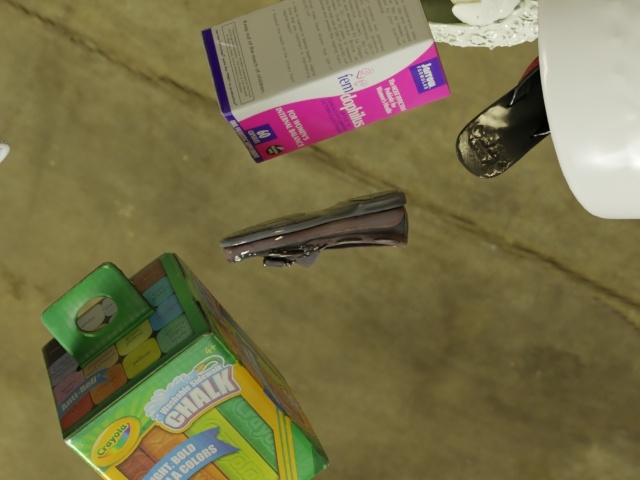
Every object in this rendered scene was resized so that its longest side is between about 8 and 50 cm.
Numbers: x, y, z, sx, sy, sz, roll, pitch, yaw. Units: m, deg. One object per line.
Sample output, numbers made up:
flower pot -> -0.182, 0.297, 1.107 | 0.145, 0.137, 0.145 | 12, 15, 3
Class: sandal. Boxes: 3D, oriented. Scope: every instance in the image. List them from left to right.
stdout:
sandal -> 0.185, -0.118, 0.972 | 0.067, 0.179, 0.040 | 47, 176, 3

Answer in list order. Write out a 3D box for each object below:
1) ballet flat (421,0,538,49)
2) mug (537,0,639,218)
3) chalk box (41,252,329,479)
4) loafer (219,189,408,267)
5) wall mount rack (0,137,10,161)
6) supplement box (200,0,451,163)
ballet flat -> 0.146, -0.332, 1.623 | 0.409, 0.147, 0.147 | 3, 135, 16
mug -> 0.383, -0.188, 0.925 | 0.328, 0.374, 0.276 | -1, 131, 31
chalk box -> -0.157, 0.149, 1.228 | 0.180, 0.179, 0.289 | -38, 123, 1
loafer -> 0.000, 0.000, 1.832 | 0.109, 0.303, 0.095 | -170, 66, -70
wall mount rack -> -0.514, -0.118, 1.381 | 0.130, 0.350, 0.304 | 56, 136, 6
supplement box -> 0.007, -0.181, 1.227 | 0.220, 0.114, 0.111 | -20, 152, 8
